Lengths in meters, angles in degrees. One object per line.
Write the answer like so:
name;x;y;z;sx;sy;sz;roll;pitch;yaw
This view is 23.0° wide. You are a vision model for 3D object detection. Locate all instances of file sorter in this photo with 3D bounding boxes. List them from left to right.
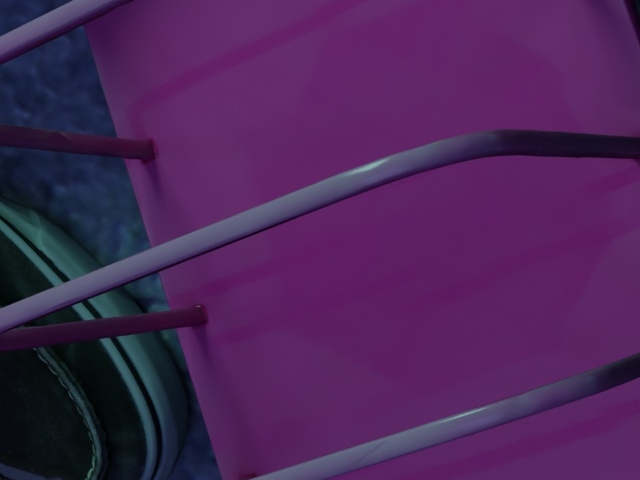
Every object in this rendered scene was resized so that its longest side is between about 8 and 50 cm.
file sorter;0.000;0.000;0.495;0.202;0.182;0.291;-21;82;24

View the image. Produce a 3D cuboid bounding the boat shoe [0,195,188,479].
boat shoe;-0.202;0.013;0.632;0.335;0.119;0.121;39;107;-8
